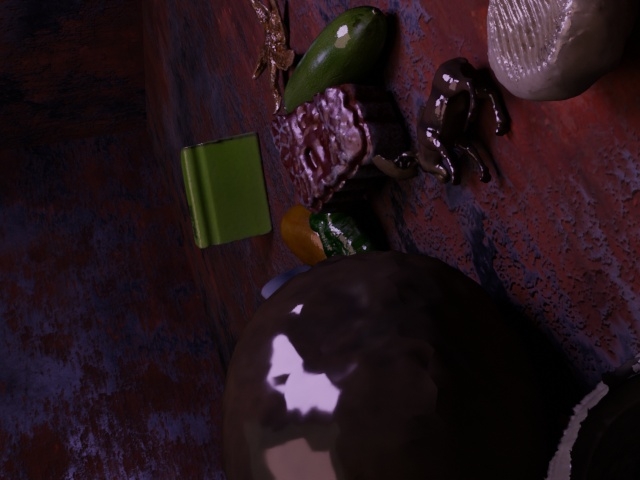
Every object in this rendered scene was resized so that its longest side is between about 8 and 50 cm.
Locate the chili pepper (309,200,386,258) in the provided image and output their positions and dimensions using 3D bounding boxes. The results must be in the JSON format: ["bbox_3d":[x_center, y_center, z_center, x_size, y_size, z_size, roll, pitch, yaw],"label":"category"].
[{"bbox_3d":[0.054,0.014,1.275,0.136,0.099,0.270,109,143,-59],"label":"chili pepper"}]

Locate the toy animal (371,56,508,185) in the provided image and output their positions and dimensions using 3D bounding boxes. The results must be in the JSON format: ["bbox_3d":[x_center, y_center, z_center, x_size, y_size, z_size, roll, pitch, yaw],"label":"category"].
[{"bbox_3d":[0.156,-0.141,0.931,0.186,0.094,0.214,53,142,41],"label":"toy animal"}]

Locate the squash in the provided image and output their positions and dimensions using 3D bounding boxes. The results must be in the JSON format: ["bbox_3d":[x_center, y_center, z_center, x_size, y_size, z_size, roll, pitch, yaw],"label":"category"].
[{"bbox_3d":[0.010,-0.278,1.209,0.395,0.107,0.107,154,103,-69],"label":"squash"}]

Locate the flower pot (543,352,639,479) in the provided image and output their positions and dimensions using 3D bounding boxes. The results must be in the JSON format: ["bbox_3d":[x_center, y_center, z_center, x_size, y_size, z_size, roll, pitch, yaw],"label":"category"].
[{"bbox_3d":[0.311,0.257,0.512,0.290,0.291,0.259,53,162,51],"label":"flower pot"}]

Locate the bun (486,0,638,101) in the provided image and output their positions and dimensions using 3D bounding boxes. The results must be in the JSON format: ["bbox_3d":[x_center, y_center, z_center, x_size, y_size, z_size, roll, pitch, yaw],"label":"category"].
[{"bbox_3d":[0.226,-0.213,0.644,0.183,0.102,0.183,177,90,-79],"label":"bun"}]

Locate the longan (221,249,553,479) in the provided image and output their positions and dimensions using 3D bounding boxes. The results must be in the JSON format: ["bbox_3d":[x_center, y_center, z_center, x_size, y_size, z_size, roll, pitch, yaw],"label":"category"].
[{"bbox_3d":[0.073,0.230,0.891,0.435,0.404,0.403,-101,12,-46],"label":"longan"}]

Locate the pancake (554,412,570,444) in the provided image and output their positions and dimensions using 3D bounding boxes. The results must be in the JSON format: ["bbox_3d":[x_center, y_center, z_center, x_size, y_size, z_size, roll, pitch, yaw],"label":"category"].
[{"bbox_3d":[0.335,0.373,0.780,0.197,0.054,0.376,126,130,-66],"label":"pancake"}]

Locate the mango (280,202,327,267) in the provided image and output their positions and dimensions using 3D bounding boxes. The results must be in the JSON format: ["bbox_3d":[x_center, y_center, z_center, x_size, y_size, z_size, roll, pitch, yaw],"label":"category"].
[{"bbox_3d":[0.000,0.000,1.430,0.227,0.099,0.136,41,136,47],"label":"mango"}]

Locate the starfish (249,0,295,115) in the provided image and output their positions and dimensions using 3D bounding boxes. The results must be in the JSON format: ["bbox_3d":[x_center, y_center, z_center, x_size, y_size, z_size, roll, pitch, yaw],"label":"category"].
[{"bbox_3d":[-0.104,-0.410,1.517,0.236,0.062,0.277,-176,76,-69],"label":"starfish"}]

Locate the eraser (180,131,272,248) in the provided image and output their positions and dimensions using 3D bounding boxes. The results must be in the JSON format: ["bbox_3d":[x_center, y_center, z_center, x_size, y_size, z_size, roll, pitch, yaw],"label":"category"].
[{"bbox_3d":[-0.250,-0.136,1.882,0.092,0.210,0.274,-153,51,-66],"label":"eraser"}]

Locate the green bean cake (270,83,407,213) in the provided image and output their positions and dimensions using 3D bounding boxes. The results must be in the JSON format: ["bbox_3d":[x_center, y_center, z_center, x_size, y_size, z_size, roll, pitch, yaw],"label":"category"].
[{"bbox_3d":[0.023,-0.166,1.167,0.233,0.097,0.198,-38,66,49],"label":"green bean cake"}]

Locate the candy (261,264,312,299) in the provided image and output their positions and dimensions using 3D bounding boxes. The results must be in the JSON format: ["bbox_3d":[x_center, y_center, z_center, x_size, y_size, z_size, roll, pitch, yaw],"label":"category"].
[{"bbox_3d":[-0.047,0.111,1.568,0.174,0.138,0.071,30,144,65],"label":"candy"}]
